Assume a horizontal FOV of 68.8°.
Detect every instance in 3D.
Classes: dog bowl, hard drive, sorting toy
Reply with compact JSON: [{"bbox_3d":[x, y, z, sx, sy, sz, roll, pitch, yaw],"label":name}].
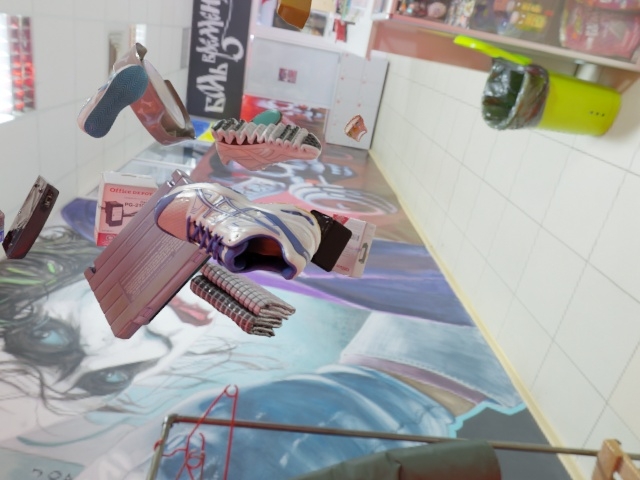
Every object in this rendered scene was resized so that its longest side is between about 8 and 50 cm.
[{"bbox_3d":[-0.552,-0.471,1.565,0.349,0.102,0.349,63,-177,-5],"label":"dog bowl"},{"bbox_3d":[-0.907,-0.072,1.465,0.171,0.054,0.255,24,86,47],"label":"hard drive"},{"bbox_3d":[0.128,-0.390,1.654,0.083,0.075,0.045,-50,27,1],"label":"sorting toy"}]

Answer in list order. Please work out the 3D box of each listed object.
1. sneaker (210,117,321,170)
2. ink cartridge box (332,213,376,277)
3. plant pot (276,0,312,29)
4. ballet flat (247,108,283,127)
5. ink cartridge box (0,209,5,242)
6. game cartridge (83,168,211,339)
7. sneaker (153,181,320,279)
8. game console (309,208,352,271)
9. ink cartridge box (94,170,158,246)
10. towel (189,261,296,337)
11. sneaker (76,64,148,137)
[{"bbox_3d":[-0.136,-0.234,1.193,0.110,0.291,0.119,-59,-25,-53],"label":"sneaker"},{"bbox_3d":[0.084,0.017,1.463,0.072,0.127,0.175,13,-87,-57],"label":"ink cartridge box"},{"bbox_3d":[-0.073,-0.646,1.282,0.081,0.083,0.082,162,117,-72],"label":"plant pot"},{"bbox_3d":[-0.179,-0.316,1.341,0.070,0.188,0.070,52,-153,-41],"label":"ballet flat"},{"bbox_3d":[-1.086,0.003,1.446,0.206,0.045,0.208,-36,9,50],"label":"ink cartridge box"},{"bbox_3d":[-0.385,0.032,1.091,0.355,0.230,0.068,-46,-26,6],"label":"game cartridge"},{"bbox_3d":[-0.152,-0.014,0.771,0.131,0.295,0.112,-69,-16,-52],"label":"sneaker"},{"bbox_3d":[0.000,0.000,1.182,0.122,0.107,0.071,-59,-35,-7],"label":"game console"},{"bbox_3d":[-0.666,-0.102,1.600,0.100,0.171,0.238,46,126,48],"label":"ink cartridge box"},{"bbox_3d":[-0.229,0.181,1.388,0.121,0.234,0.283,-58,-19,-5],"label":"towel"},{"bbox_3d":[-0.546,-0.373,1.219,0.229,0.092,0.087,-53,-40,-12],"label":"sneaker"}]
